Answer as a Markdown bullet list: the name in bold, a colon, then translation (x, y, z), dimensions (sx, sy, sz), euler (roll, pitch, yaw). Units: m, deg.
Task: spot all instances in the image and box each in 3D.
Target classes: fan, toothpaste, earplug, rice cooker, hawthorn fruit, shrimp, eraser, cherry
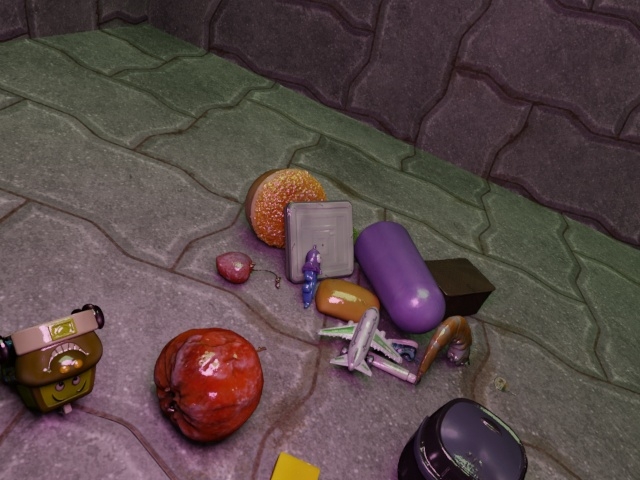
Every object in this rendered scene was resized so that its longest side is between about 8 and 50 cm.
- **fan**: translation (0.588, 0.462, 1.505), dimensions (0.080, 0.003, 0.060), euler (22, 34, -1)
- **toothpaste**: translation (0.191, 0.366, 1.382), dimensions (0.190, 0.031, 0.048), euler (25, 41, 9)
- **earplug**: translation (0.259, 0.127, 1.532), dimensions (0.215, 0.215, 0.456), euler (12, 26, -16)
- **rice cooker**: translation (0.310, 0.515, 1.065), dimensions (0.267, 0.224, 0.267), euler (17, 34, -12)
- **hawthorn fruit**: translation (-0.218, 0.298, 1.049), dimensions (0.272, 0.242, 0.242), euler (-15, 49, -43)
- **shrimp**: translation (0.383, 0.316, 1.412), dimensions (0.068, 0.185, 0.287), euler (17, 16, 37)
- **eraser**: translation (-0.064, 0.524, 0.990), dimensions (0.097, 0.045, 0.122), euler (25, 33, 2)
- **cherry**: translation (-0.221, 0.100, 1.466), dimensions (0.225, 0.090, 0.107), euler (23, 20, -15)

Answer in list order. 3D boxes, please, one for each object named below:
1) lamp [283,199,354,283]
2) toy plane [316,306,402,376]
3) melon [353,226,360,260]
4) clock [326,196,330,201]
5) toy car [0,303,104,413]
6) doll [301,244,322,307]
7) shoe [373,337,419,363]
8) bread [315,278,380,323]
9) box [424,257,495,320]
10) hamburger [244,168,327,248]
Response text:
- **lamp**: translation (0.000, 0.000, 1.600), dimensions (0.266, 0.269, 0.047), euler (-5, 6, -34)
- **toy plane**: translation (0.120, 0.287, 1.366), dimensions (0.251, 0.101, 0.255), euler (17, 36, 13)
- **melon**: translation (0.071, -0.011, 1.773), dimensions (0.209, 0.118, 0.064), euler (24, 38, 11)
- **clock**: translation (0.028, -0.103, 1.882), dimensions (0.231, 0.103, 0.144), euler (36, 34, 16)
- **toy car**: translation (-0.540, 0.253, 0.954), dimensions (0.204, 0.248, 0.198), euler (-17, 88, -47)
- **doll**: translation (-0.030, 0.114, 1.503), dimensions (0.067, 0.205, 0.110), euler (6, -9, 10)
- **shoe**: translation (0.227, 0.335, 1.425), dimensions (0.143, 0.064, 0.071), euler (8, 54, -12)
- **bread**: translation (0.092, 0.192, 1.510), dimensions (0.217, 0.098, 0.147), euler (17, 37, -7)
- **box**: translation (0.467, 0.176, 1.713), dimensions (0.273, 0.143, 0.184), euler (-3, 40, -35)
- **hamburger**: translation (-0.117, -0.114, 1.639), dimensions (0.302, 0.302, 0.170), euler (-8, 23, -39)
